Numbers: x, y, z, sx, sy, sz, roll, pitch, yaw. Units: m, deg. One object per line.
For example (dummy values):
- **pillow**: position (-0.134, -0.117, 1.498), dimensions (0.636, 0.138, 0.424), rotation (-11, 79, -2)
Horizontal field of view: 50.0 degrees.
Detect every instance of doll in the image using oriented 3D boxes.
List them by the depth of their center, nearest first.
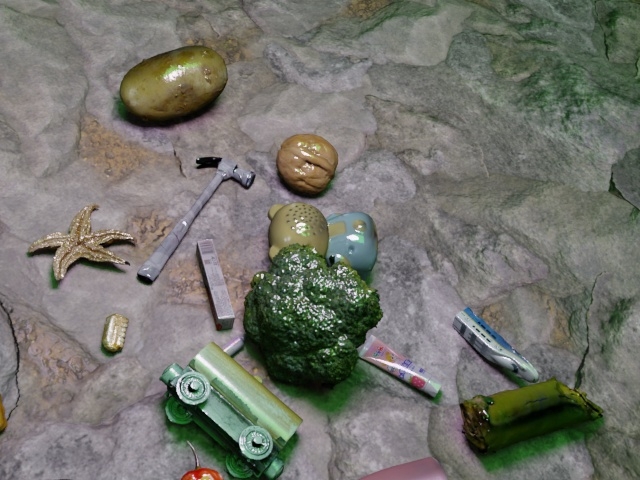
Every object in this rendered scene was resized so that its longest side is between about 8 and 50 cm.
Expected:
- **doll**: position (0.000, 0.000, 1.647), dimensions (0.261, 0.161, 0.177), rotation (7, 54, -13)

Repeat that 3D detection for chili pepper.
- **chili pepper**: position (-0.224, 0.467, 1.284), dimensions (0.086, 0.084, 0.192), rotation (0, 57, -36)

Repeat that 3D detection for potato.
- **potato**: position (-0.385, -0.418, 1.831), dimensions (0.307, 0.173, 0.210), rotation (-28, 30, -24)

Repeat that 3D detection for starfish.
- **starfish**: position (-0.538, 0.005, 1.564), dimensions (0.227, 0.043, 0.240), rotation (11, 49, -11)

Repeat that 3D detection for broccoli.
- **broccoli**: position (-0.010, 0.149, 1.488), dimensions (0.321, 0.304, 0.283), rotation (48, 26, 18)

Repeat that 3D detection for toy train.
- **toy train**: position (-0.169, 0.330, 1.360), dimensions (0.307, 0.126, 0.189), rotation (39, 56, 8)
- **toy train**: position (0.411, 0.255, 1.616), dimensions (0.051, 0.052, 0.234), rotation (-27, 55, -26)

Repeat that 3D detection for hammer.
- **hammer**: position (-0.310, -0.056, 1.676), dimensions (0.152, 0.044, 0.427), rotation (24, 52, 3)

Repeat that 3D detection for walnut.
- **walnut**: position (-0.036, -0.204, 1.805), dimensions (0.167, 0.149, 0.166), rotation (1, 88, -19)

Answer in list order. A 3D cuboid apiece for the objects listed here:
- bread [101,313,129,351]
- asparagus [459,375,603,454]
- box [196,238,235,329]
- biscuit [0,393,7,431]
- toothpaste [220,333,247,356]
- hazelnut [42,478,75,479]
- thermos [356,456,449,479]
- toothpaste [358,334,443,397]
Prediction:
- **bread**: position (-0.436, 0.197, 1.456), dimensions (0.049, 0.033, 0.088), rotation (14, 54, -24)
- **asparagus**: position (0.484, 0.377, 1.530), dimensions (0.382, 0.108, 0.128), rotation (-8, 88, -23)
- **box**: position (-0.242, 0.098, 1.570), dimensions (0.040, 0.055, 0.218), rotation (-8, 57, -20)
- **biscuit**: position (-0.698, 0.306, 1.298), dimensions (0.183, 0.039, 0.174), rotation (-8, 55, -21)
- **toothpaste**: position (-0.221, 0.255, 1.477), dimensions (0.170, 0.028, 0.045), rotation (-37, 77, -32)
- **hazelnut**: position (-0.456, 0.480, 1.130), dimensions (0.208, 0.208, 0.208), rotation (8, 53, -10)
- **thermos**: position (0.112, 0.527, 1.309), dimensions (0.265, 0.146, 0.176), rotation (-10, 83, -13)
- **toothpaste**: position (0.184, 0.288, 1.562), dimensions (0.194, 0.043, 0.067), rotation (29, 55, 14)
